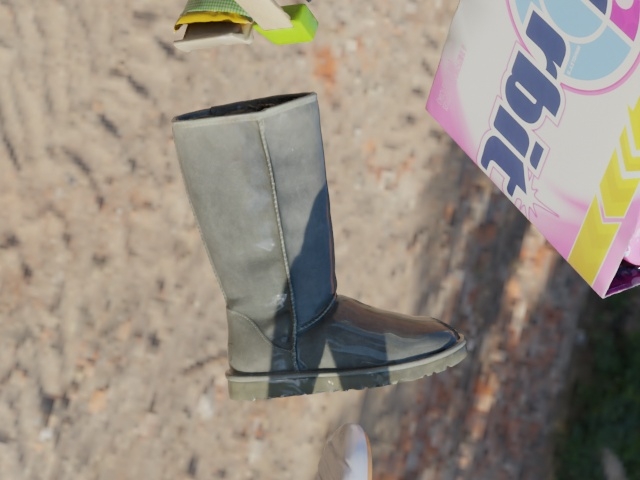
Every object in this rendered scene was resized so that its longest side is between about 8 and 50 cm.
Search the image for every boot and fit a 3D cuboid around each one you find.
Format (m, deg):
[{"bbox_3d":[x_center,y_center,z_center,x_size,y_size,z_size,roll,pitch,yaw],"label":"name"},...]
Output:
[{"bbox_3d":[0.001,0.000,1.076,0.076,0.190,0.208,-158,-119,-81],"label":"boot"}]

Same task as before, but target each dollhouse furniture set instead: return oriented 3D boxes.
[{"bbox_3d":[-0.037,-0.160,0.910,0.058,0.152,0.076,41,59,-43],"label":"dollhouse furniture set"}]

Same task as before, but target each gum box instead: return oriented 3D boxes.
[{"bbox_3d":[0.110,-0.087,0.508,0.062,0.107,0.188,-19,143,-30],"label":"gum box"}]

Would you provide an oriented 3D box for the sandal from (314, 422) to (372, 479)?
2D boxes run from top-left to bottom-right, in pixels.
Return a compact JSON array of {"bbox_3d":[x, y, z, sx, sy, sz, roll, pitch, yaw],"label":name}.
[{"bbox_3d":[0.031,0.244,0.931,0.102,0.076,0.265,137,-39,-72],"label":"sandal"}]
